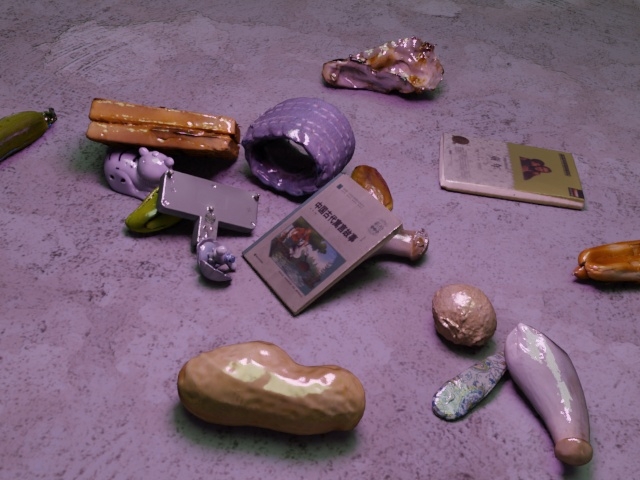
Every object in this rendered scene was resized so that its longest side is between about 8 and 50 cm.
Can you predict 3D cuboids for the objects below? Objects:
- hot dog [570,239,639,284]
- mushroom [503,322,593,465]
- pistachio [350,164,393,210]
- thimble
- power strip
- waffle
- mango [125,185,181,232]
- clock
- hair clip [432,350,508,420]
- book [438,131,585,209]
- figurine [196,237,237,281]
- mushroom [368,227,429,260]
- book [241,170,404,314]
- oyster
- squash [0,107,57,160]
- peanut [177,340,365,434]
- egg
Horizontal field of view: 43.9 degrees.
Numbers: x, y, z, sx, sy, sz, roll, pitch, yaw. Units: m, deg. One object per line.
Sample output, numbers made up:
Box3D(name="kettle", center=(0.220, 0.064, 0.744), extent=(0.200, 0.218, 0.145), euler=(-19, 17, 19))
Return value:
Box3D(name="hot dog", center=(0.666, 0.049, 1.733), extent=(0.269, 0.072, 0.109), euler=(-5, 40, -17))
Box3D(name="mushroom", center=(0.418, 0.276, 1.404), extent=(0.118, 0.103, 0.270), euler=(18, 36, -36))
Box3D(name="pistachio", center=(0.117, -0.130, 1.866), extent=(0.089, 0.049, 0.173), euler=(-7, 42, -16))
Box3D(name="thimble", center=(-0.052, -0.215, 1.818), extent=(0.236, 0.205, 0.172), euler=(24, 44, 17))
Box3D(name="power strip", center=(-0.235, -0.055, 1.667), extent=(0.215, 0.061, 0.145), euler=(13, 69, -25))
Box3D(name="waffle", center=(-0.349, -0.248, 1.818), extent=(0.327, 0.098, 0.224), euler=(8, 2, -3))
Box3D(name="mango", center=(-0.342, -0.066, 1.703), extent=(0.165, 0.074, 0.091), euler=(-35, 51, -23))
Box3D(name="clock", center=(-0.403, -0.162, 1.766), extent=(0.176, 0.117, 0.080), euler=(18, 41, 13))
Box3D(name="hair clip", center=(0.291, 0.256, 1.457), extent=(0.229, 0.036, 0.066), euler=(-28, 58, -34))
Box3D(name="book", center=(0.473, -0.183, 1.999), extent=(0.352, 0.035, 0.239), euler=(8, 38, 1))
Box3D(name="figurine", center=(-0.204, 0.042, 1.597), extent=(0.086, 0.094, 0.082), euler=(9, 73, 45))
Box3D(name="mushroom", center=(0.122, 0.006, 1.690), extent=(0.223, 0.081, 0.092), euler=(0, 23, -13))
Box3D(name="book", center=(0.000, 0.000, 1.622), extent=(0.282, 0.025, 0.215), euler=(-40, 53, -7))
Box3D(name="oyster", center=(0.172, -0.472, 2.212), extent=(0.337, 0.133, 0.198), euler=(-1, 43, -6))
Box3D(name="squash", center=(-0.723, -0.234, 1.826), extent=(0.087, 0.087, 0.331), euler=(23, 41, 17))
Box3D(name="peanut", center=(-0.081, 0.244, 1.333), extent=(0.318, 0.147, 0.147), euler=(6, 40, 2))
Box3D(name="egg", center=(0.275, 0.142, 1.535), extent=(0.116, 0.118, 0.140), euler=(-48, 66, 4))
